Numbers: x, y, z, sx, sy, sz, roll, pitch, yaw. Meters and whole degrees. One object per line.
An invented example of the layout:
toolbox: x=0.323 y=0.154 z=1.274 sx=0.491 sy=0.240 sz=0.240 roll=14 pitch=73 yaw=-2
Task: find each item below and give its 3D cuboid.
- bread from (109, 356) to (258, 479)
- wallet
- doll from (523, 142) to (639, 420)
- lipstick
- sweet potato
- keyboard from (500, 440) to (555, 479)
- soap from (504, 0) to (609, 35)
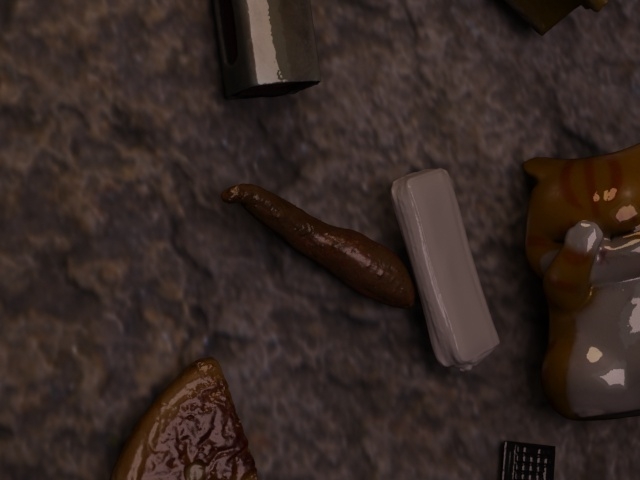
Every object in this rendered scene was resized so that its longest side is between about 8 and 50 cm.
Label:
bread: x=-0.124 y=0.195 z=1.444 sx=0.136 sy=0.054 sz=0.154 roll=-23 pitch=89 yaw=-26
wallet: x=0.116 y=0.027 z=1.561 sx=0.095 sy=0.033 sz=0.190 roll=-17 pitch=92 yaw=-56
doll: x=0.279 y=0.047 z=1.584 sx=0.166 sy=0.162 sz=0.270 roll=-9 pitch=95 yaw=6
lipstick: x=-0.058 y=-0.257 z=1.500 sx=0.077 sy=0.079 sz=0.253 roll=-7 pitch=89 yaw=-25
sweet potato: x=0.000 y=0.000 z=1.517 sx=0.214 sy=0.050 sz=0.050 roll=30 pitch=74 yaw=-21
keyboard: x=0.191 y=0.292 z=1.601 sx=0.063 sy=0.010 sz=0.198 roll=9 pitch=82 yaw=-25
soap: x=0.207 y=-0.383 z=1.607 sx=0.281 sy=0.143 sz=0.259 roll=40 pitch=68 yaw=-10
